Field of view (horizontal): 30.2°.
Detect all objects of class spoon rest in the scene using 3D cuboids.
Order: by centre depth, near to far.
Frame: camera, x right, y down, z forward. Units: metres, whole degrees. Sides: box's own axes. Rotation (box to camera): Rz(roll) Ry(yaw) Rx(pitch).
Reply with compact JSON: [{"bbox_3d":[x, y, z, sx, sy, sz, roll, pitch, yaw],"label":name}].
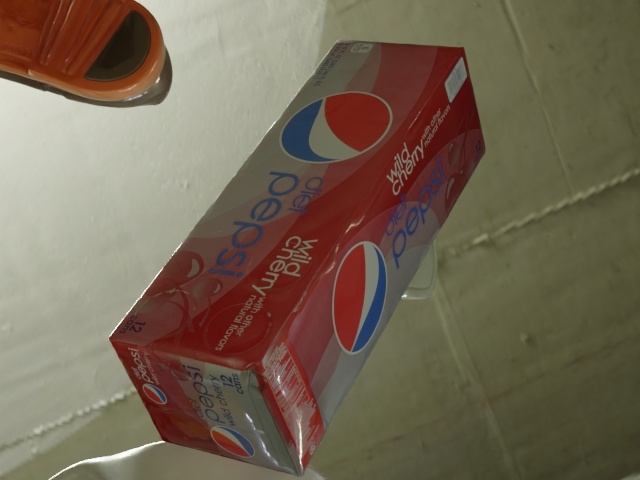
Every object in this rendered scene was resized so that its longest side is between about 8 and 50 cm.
[{"bbox_3d":[-0.117,0.183,0.812,0.276,0.084,0.137,-20,-42,27],"label":"spoon rest"}]

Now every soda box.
[{"bbox_3d":[-0.001,-0.004,0.658,0.092,0.263,0.083,9,-44,29],"label":"soda box"}]

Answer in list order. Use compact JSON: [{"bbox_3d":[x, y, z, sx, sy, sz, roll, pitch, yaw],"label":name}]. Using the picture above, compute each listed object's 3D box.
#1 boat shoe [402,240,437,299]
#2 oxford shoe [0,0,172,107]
[{"bbox_3d":[0.000,0.000,0.956,0.099,0.319,0.116,-4,-100,25],"label":"boat shoe"},{"bbox_3d":[-0.315,-0.207,1.160,0.363,0.133,0.130,24,-100,9],"label":"oxford shoe"}]
